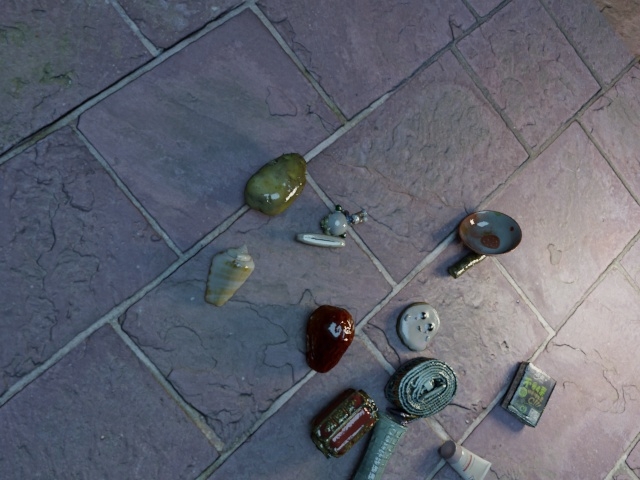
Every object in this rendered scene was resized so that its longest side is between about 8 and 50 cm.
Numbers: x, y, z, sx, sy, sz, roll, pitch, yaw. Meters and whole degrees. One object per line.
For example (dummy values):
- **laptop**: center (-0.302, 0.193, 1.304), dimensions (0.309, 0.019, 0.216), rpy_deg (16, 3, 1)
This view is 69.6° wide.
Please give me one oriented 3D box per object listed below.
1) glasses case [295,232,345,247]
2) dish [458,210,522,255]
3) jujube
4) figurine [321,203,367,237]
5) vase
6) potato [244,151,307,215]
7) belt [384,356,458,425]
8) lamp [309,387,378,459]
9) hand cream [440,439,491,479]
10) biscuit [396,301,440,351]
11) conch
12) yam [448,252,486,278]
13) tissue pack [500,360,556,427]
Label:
- **glasses case**: center (0.000, 0.000, 1.863), dimensions (0.204, 0.081, 0.051), rpy_deg (8, 83, -12)
- **dish**: center (0.740, -0.012, 2.023), dimensions (0.260, 0.085, 0.260), rpy_deg (-6, 48, 6)
- **jujube**: center (0.028, 0.379, 1.788), dimensions (0.189, 0.190, 0.256), rpy_deg (19, 96, -12)
- **figurine**: center (0.095, -0.080, 1.895), dimensions (0.197, 0.093, 0.147), rpy_deg (-20, 111, -24)
- **vase**: center (0.220, 0.837, 1.793), dimensions (0.143, 0.143, 0.299), rpy_deg (27, 80, -10)
- **potato**: center (-0.166, -0.225, 1.816), dimensions (0.191, 0.141, 0.296), rpy_deg (38, 76, 9)
- **belt**: center (0.405, 0.592, 1.856), dimensions (0.294, 0.160, 0.207), rpy_deg (-18, 88, -17)
- **lamp**: center (0.089, 0.695, 1.761), dimensions (0.274, 0.177, 0.177), rpy_deg (-39, 94, -14)
- **hand cream**: center (0.606, 0.934, 1.918), dimensions (0.247, 0.083, 0.133), rpy_deg (39, 77, -17)
- **biscuit**: center (0.417, 0.358, 1.948), dimensions (0.181, 0.049, 0.208), rpy_deg (46, 76, -6)
- **conch**: center (-0.343, 0.127, 1.731), dimensions (0.158, 0.127, 0.255), rpy_deg (23, 78, -12)
- **yam**: center (0.676, 0.084, 2.044), dimensions (0.252, 0.061, 0.061), rpy_deg (-32, 92, -17)
- **tissue pack**: center (0.917, 0.676, 2.028), dimensions (0.173, 0.073, 0.236), rpy_deg (35, 76, -9)
